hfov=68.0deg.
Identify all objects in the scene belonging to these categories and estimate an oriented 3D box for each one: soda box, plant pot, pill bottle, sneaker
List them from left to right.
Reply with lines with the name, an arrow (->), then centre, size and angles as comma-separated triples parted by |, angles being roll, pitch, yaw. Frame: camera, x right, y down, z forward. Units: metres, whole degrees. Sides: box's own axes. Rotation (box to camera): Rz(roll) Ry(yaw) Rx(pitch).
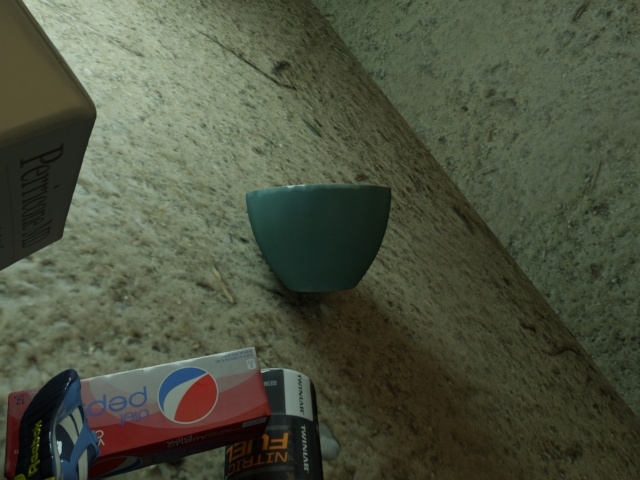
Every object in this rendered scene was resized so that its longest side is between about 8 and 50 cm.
sneaker -> -0.244, 0.188, 0.448 | 0.059, 0.053, 0.144 | 52, 8, -40
soda box -> -0.196, 0.200, 0.539 | 0.263, 0.083, 0.092 | -7, 54, -21
pill bottle -> -0.060, 0.305, 0.620 | 0.130, 0.130, 0.245 | 25, 36, -29
plant pot -> 0.000, 0.000, 0.956 | 0.290, 0.290, 0.195 | -3, 90, -50

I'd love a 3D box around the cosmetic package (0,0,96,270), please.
cosmetic package -> -0.427, -0.073, 0.290 | 0.394, 0.329, 0.327 | -38, 97, -34
